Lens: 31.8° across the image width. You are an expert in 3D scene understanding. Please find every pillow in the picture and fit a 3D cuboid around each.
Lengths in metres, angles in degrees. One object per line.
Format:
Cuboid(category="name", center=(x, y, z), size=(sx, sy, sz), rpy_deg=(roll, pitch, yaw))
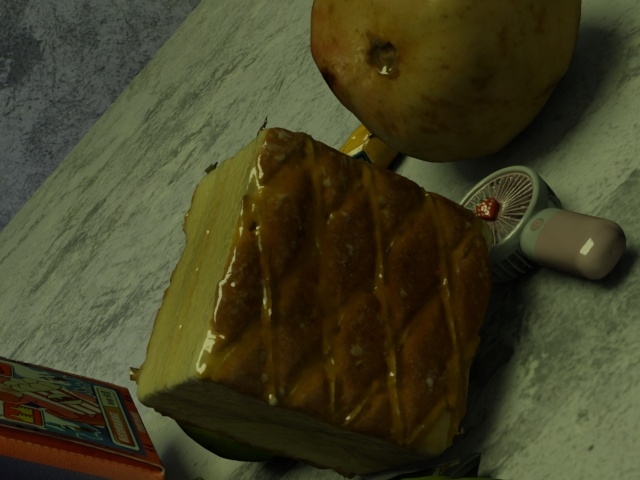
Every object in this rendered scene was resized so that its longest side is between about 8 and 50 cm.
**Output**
Cuboid(category="pillow", center=(0.090, 0.255, 1.053), size=(0.150, 0.048, 0.090), rpy_deg=(-24, 29, 39))

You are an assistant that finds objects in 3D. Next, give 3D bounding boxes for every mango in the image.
Cuboid(category="mango", center=(0.081, -0.143, 1.604), size=(0.187, 0.066, 0.101), rpy_deg=(-54, 17, -22))

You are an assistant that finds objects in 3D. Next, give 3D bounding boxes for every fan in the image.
Cuboid(category="fan", center=(0.223, -0.009, 1.172), size=(0.130, 0.074, 0.244), rpy_deg=(-53, 26, -10))

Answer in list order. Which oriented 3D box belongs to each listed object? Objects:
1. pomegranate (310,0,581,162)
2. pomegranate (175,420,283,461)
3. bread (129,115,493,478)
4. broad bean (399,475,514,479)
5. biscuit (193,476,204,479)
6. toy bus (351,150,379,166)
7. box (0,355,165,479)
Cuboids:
Cuboid(category="pomegranate", center=(0.162, -0.256, 1.372), size=(0.342, 0.342, 0.342), rpy_deg=(-38, 28, 24))
Cuboid(category="pomegranate", center=(-0.073, 0.145, 1.316), size=(0.211, 0.211, 0.263), rpy_deg=(-34, 5, 31))
Cuboid(category="bread", center=(-0.002, 0.071, 1.118), size=(0.207, 0.279, 0.279), rpy_deg=(-32, 37, 57))
Cuboid(category="broad bean", center=(0.120, 0.279, 0.822), size=(0.291, 0.119, 0.238), rpy_deg=(8, 48, 33))
Cuboid(category="biscuit", center=(-0.164, 0.354, 1.251), size=(0.139, 0.016, 0.231), rpy_deg=(-43, 19, -3))
Cuboid(category="toy bus", center=(0.000, 0.000, 1.411), size=(0.246, 0.134, 0.113), rpy_deg=(-31, 1, 35))
Cuboid(category="box", center=(-0.386, 0.298, 1.331), size=(0.349, 0.319, 0.256), rpy_deg=(-161, 87, -74))
